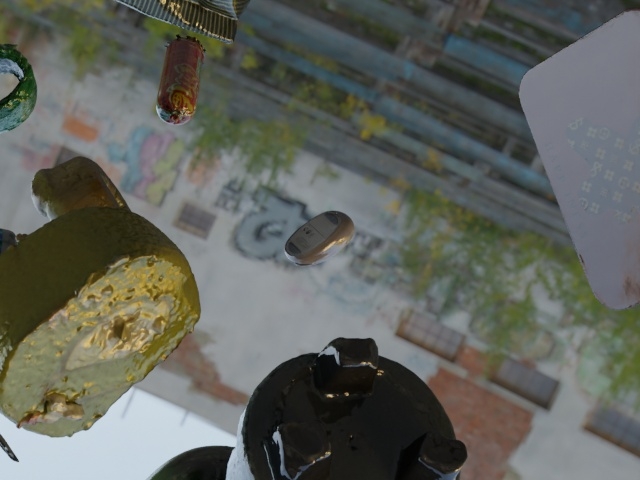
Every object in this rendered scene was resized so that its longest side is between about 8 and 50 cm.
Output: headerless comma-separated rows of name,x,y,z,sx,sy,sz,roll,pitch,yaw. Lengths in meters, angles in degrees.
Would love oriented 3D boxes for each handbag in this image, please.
handbag,-0.191,-0.463,2.007,0.240,0.247,0.340,30,-155,-11

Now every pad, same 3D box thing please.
pad,0.298,-0.077,1.257,0.004,0.181,0.267,-8,-106,-45

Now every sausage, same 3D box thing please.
sausage,-0.245,-0.268,2.233,0.083,0.083,0.264,22,-150,-15

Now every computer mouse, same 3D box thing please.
computer mouse,0.001,0.001,1.654,0.039,0.096,0.066,57,173,-36

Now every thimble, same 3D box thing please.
thimble,-0.455,-0.210,1.773,0.118,0.130,0.090,41,166,1

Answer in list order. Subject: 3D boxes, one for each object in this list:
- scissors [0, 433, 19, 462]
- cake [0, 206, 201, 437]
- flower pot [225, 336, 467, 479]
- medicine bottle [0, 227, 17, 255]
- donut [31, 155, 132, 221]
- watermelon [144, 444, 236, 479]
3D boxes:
scissors,-0.579,0.280,2.141,0.022,0.109,0.300,-15,-139,-37
cake,-0.265,0.082,1.407,0.156,0.260,0.179,41,172,35
flower pot,0.032,0.293,1.601,0.299,0.283,0.299,9,-125,-14
medicine bottle,-0.452,0.023,1.469,0.191,0.107,0.107,12,-168,-19
donut,-0.412,-0.045,2.275,0.208,0.128,0.261,60,179,6
watermelon,-0.200,0.553,2.357,0.363,0.363,0.363,24,-171,-4
